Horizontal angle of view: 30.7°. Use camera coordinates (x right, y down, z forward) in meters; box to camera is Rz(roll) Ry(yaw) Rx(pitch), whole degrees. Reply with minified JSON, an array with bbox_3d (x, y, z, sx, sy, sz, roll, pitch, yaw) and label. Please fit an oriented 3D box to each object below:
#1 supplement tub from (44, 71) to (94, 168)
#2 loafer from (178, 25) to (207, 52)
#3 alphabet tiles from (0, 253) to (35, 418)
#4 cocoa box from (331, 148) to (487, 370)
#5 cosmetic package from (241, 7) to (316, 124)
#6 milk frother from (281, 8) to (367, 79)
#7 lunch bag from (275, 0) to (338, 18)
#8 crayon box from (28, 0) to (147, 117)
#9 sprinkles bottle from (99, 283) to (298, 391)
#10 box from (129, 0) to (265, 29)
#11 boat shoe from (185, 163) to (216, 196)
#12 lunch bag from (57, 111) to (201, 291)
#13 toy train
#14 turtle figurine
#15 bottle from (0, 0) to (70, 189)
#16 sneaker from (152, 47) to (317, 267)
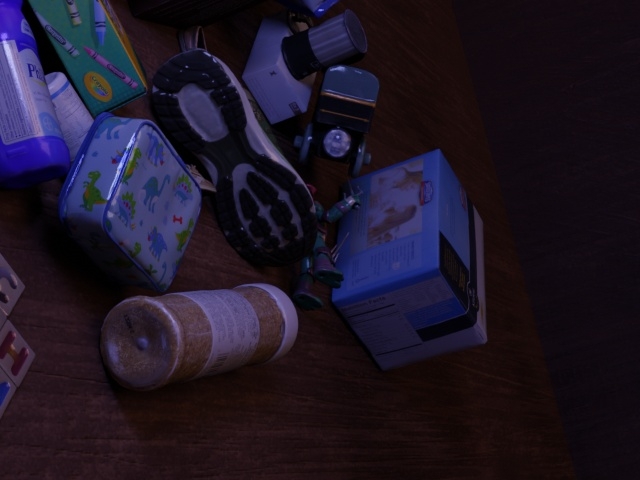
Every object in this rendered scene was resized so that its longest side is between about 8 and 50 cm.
[{"bbox_3d":[-0.326,-0.151,1.467,0.107,0.071,0.071,61,24,-27],"label":"supplement tub"},{"bbox_3d":[-0.198,-0.292,1.919,0.045,0.039,0.125,-15,86,-67],"label":"loafer"},{"bbox_3d":[-0.407,0.086,1.169,0.285,0.011,0.342,59,25,-27],"label":"alphabet tiles"},{"bbox_3d":[0.178,0.036,2.285,0.228,0.231,0.347,54,28,-36],"label":"cocoa box"},{"bbox_3d":[-0.070,-0.334,2.199,0.117,0.085,0.231,58,28,-29],"label":"cosmetic package"},{"bbox_3d":[0.006,-0.382,2.125,0.129,0.134,0.143,-8,79,-67],"label":"milk frother"},{"bbox_3d":[-0.076,-0.620,2.150,0.328,0.239,0.385,59,-12,-27],"label":"lunch bag"},{"bbox_3d":[-0.323,-0.309,1.510,0.278,0.081,0.165,63,-1,-19],"label":"crayon box"},{"bbox_3d":[-0.153,0.125,1.583,0.355,0.121,0.121,-1,74,-67],"label":"sprinkles bottle"},{"bbox_3d":[-0.203,-0.450,1.862,0.203,0.167,0.169,-8,80,-68],"label":"box"},{"bbox_3d":[-0.200,-0.092,1.742,0.135,0.050,0.045,16,64,-64],"label":"boat shoe"},{"bbox_3d":[-0.235,-0.047,1.474,0.219,0.090,0.176,59,45,-59],"label":"lunch bag"},{"bbox_3d":[0.036,-0.218,2.127,0.334,0.142,0.190,-94,-161,-85],"label":"toy train"},{"bbox_3d":[0.000,0.000,2.064,0.175,0.118,0.234,108,-9,-47],"label":"turtle figurine"},{"bbox_3d":[-0.372,-0.204,1.356,0.118,0.092,0.283,103,-31,-85],"label":"bottle"},{"bbox_3d":[-0.118,-0.146,1.871,0.182,0.158,0.410,-88,154,-61],"label":"sneaker"}]
